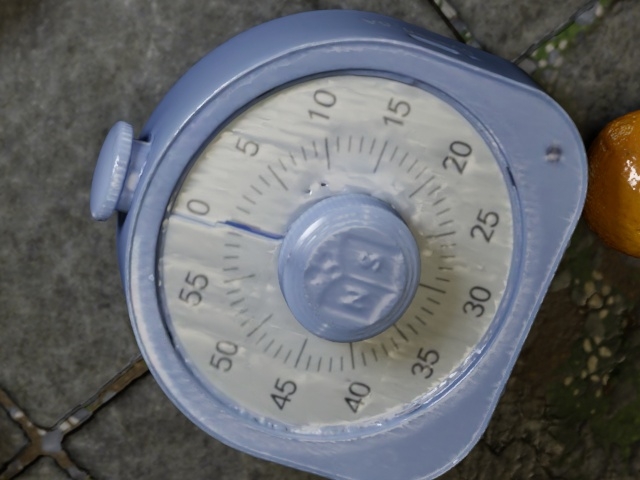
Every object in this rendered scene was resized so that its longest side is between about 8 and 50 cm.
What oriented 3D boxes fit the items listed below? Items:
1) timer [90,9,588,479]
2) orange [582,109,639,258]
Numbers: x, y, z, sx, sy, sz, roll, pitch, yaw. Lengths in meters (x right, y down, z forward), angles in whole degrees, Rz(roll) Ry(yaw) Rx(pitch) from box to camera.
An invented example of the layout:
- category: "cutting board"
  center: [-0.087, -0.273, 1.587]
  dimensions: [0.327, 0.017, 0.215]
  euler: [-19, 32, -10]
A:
- category: "timer"
  center: [0.000, 0.000, 1.436]
  dimensions: [0.395, 0.173, 0.395]
  euler: [-3, 110, -8]
- category: "orange"
  center: [0.285, -0.046, 1.497]
  dimensions: [0.136, 0.117, 0.135]
  euler: [-3, 104, -13]
